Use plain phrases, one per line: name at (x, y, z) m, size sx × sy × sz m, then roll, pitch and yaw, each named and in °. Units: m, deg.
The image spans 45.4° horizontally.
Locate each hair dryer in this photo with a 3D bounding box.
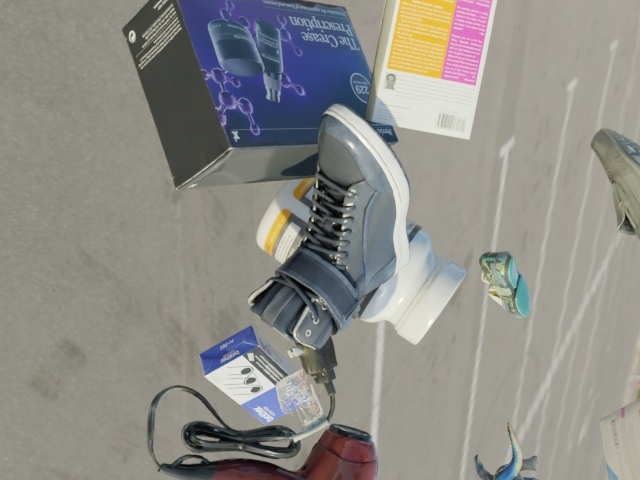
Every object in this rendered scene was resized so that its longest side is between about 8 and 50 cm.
hair dryer at (-0.044, 0.256, 0.829) m, size 0.223 × 0.080 × 0.294 m, roll -24°, pitch 97°, yaw -15°

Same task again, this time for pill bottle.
pill bottle at (0.059, 0.017, 1.103) m, size 0.162 × 0.278 × 0.162 m, roll -53°, pitch 172°, yaw -11°

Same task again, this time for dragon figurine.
dragon figurine at (0.310, 0.425, 1.334) m, size 0.289 × 0.144 × 0.085 m, roll 59°, pitch 32°, yaw -42°

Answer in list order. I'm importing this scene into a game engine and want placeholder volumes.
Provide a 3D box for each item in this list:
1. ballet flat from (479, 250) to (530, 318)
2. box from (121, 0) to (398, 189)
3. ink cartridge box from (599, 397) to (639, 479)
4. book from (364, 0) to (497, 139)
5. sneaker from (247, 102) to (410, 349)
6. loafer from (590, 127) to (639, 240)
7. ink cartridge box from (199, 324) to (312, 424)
ballet flat at (0.308, 0.072, 1.289) m, size 0.070 × 0.070 × 0.188 m, roll -63°, pitch 145°, yaw -23°
box at (-0.056, -0.164, 0.829) m, size 0.261 × 0.103 × 0.184 m, roll -11°, pitch 79°, yaw -47°
ink cartridge box at (0.320, 0.192, 0.681) m, size 0.143 × 0.089 × 0.092 m, roll 86°, pitch 2°, yaw -69°
book at (0.099, -0.167, 0.666) m, size 0.035 × 0.096 × 0.144 m, roll -140°, pitch -120°, yaw -72°
sneaker at (0.001, 0.001, 0.690) m, size 0.163 × 0.086 × 0.226 m, roll -40°, pitch 142°, yaw -19°
loafer at (0.505, -0.058, 1.205) m, size 0.112 × 0.320 × 0.111 m, roll 17°, pitch 127°, yaw -28°
ink cartridge box at (-0.098, 0.220, 1.220) m, size 0.097 × 0.046 × 0.207 m, roll -30°, pitch 139°, yaw 6°
